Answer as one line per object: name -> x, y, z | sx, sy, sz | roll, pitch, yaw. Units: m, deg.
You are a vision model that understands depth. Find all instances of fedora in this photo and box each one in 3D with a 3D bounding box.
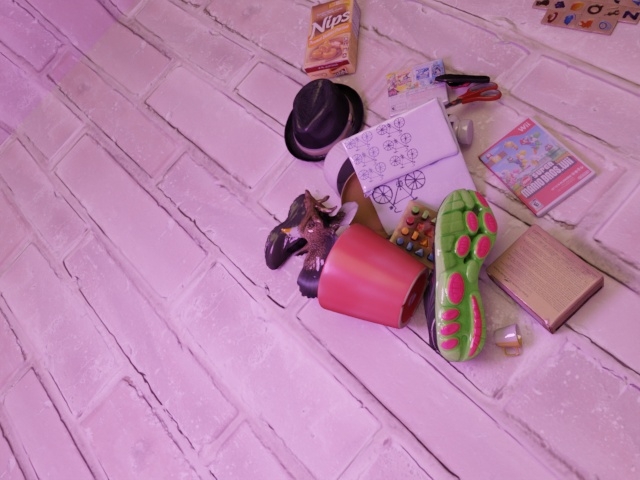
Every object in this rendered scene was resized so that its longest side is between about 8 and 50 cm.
fedora -> -0.010, -0.448, 2.082 | 0.334, 0.152, 0.334 | -9, 63, 18

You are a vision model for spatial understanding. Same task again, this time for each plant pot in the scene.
plant pot -> 0.180, -0.123, 1.865 | 0.236, 0.032, 0.236 | 0, 92, -4
plant pot -> 0.163, 0.119, 1.702 | 0.243, 0.275, 0.275 | 24, 78, 22

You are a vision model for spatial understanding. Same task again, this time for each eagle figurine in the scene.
eagle figurine -> -0.010, -0.003, 1.798 | 0.225, 0.298, 0.226 | 29, 55, 36

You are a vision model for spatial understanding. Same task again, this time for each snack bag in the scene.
snack bag -> 0.274, -0.211, 1.786 | 0.323, 0.037, 0.342 | -22, 100, 10

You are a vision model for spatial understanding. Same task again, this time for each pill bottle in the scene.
pill bottle -> 0.386, -0.352, 1.896 | 0.193, 0.108, 0.108 | 9, 70, 28

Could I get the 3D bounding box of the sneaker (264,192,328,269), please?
sneaker -> -0.080, -0.020, 1.962 | 0.130, 0.109, 0.286 | 29, 82, 26

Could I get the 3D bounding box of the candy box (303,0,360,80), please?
candy box -> 0.048, -0.777, 2.271 | 0.183, 0.087, 0.316 | -5, 65, 23

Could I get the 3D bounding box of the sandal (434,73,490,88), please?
sandal -> 0.468, -0.523, 1.953 | 0.179, 0.040, 0.067 | 3, 34, 5

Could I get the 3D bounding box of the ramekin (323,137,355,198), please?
ramekin -> 0.107, -0.236, 1.920 | 0.207, 0.207, 0.109 | -45, 47, 0

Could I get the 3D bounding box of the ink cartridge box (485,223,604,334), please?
ink cartridge box -> 0.601, 0.101, 1.589 | 0.193, 0.088, 0.234 | -44, 57, 2

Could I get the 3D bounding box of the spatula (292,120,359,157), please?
spatula -> 0.020, -0.375, 2.133 | 0.242, 0.019, 0.168 | 2, 66, 26

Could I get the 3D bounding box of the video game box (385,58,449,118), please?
video game box -> 0.334, -0.518, 2.037 | 0.205, 0.048, 0.187 | -11, 65, 20

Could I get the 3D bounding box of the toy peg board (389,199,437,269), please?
toy peg board -> 0.303, -0.019, 1.744 | 0.161, 0.079, 0.160 | 27, 89, 8

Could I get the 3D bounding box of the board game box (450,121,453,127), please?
board game box -> 0.323, -0.268, 1.856 | 0.194, 0.060, 0.194 | 2, 105, 32

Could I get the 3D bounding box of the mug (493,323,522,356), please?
mug -> 0.499, 0.265, 1.577 | 0.064, 0.062, 0.078 | -14, 54, 28

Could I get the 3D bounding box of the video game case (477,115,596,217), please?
video game case -> 0.640, -0.225, 1.766 | 0.204, 0.025, 0.285 | -38, 56, 5

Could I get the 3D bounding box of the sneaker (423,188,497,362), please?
sneaker -> 0.358, 0.086, 1.625 | 0.185, 0.202, 0.483 | 13, 78, -13

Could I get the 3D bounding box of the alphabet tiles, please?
alphabet tiles -> 0.894, -0.804, 1.934 | 0.342, 0.011, 0.285 | 25, 79, 32

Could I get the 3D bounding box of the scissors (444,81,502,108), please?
scissors -> 0.443, -0.452, 1.910 | 0.297, 0.021, 0.109 | -17, 42, -2
